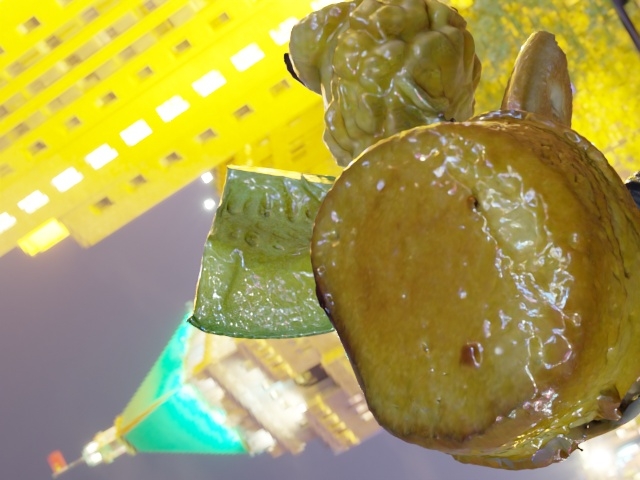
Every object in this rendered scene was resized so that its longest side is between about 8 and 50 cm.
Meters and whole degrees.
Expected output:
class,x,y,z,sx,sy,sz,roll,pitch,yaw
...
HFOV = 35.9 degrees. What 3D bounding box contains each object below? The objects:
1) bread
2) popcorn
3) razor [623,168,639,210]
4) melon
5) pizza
class,x,y,z,sx,sy,sz,roll,pitch,yaw
bread,0.153,0.053,0.983,0.204,0.337,0.358,-1,-122,-51
popcorn,0.102,-0.274,1.733,0.349,0.382,0.348,-28,-54,-48
razor,0.639,-0.078,1.536,0.204,0.349,0.113,29,127,52
melon,0.000,0.000,1.483,0.226,0.344,0.331,95,-171,-45
pizza,0.316,-0.130,1.467,0.182,0.074,0.365,6,-93,-57
